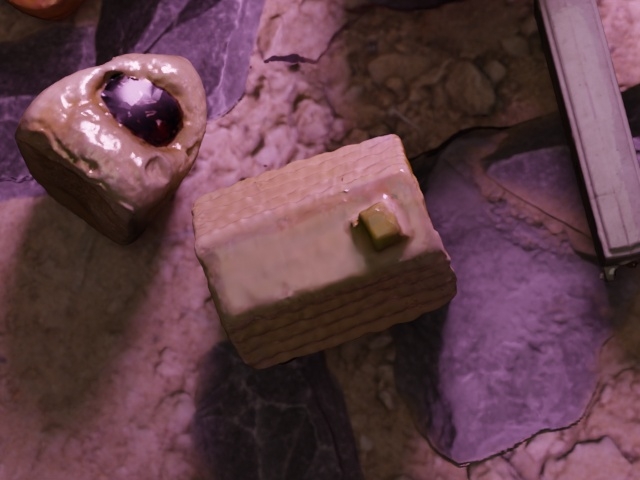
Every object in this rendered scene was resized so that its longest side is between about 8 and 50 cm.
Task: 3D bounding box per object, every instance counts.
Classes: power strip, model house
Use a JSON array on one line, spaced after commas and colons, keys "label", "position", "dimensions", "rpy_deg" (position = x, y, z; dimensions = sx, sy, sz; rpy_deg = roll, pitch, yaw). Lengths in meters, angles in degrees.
[{"label": "power strip", "position": [0.236, -0.102, 1.173], "dimensions": [0.052, 0.078, 0.272], "rpy_deg": [-13, 82, 5]}, {"label": "model house", "position": [0.000, 0.000, 1.120], "dimensions": [0.193, 0.234, 0.175], "rpy_deg": [-18, 82, 4]}]

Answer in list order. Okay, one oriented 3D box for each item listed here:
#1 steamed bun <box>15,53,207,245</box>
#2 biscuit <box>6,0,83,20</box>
[{"label": "steamed bun", "position": [-0.171, -0.097, 1.204], "dimensions": [0.141, 0.172, 0.155], "rpy_deg": [40, 73, -1]}, {"label": "biscuit", "position": [-0.271, -0.407, 1.289], "dimensions": [0.365, 0.062, 0.385], "rpy_deg": [-42, 80, 5]}]
